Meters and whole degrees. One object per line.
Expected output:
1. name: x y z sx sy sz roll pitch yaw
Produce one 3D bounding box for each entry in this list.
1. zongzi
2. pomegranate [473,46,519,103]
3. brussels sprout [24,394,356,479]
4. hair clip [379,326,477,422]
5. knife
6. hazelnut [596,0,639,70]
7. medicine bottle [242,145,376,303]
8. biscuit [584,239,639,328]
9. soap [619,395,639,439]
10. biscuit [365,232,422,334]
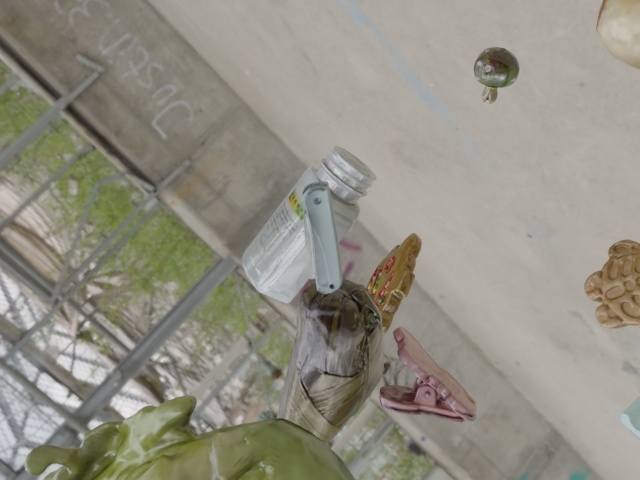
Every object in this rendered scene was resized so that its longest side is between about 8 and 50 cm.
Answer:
1. zongzi: -0.014 0.221 1.031 0.134 0.288 0.285 28 153 26
2. pomegranate: 0.437 -0.415 1.722 0.115 0.115 0.142 34 130 34
3. brussels sprout: -0.108 0.316 0.604 0.372 0.275 0.314 -8 129 16
4. hair clip: 0.157 0.191 0.949 0.138 0.102 0.123 11 -168 5
5. knife: 0.000 0.000 0.849 0.023 0.044 0.162 -93 -4 -55
6. hazelnut: 0.623 -0.406 1.182 0.261 0.261 0.240 21 112 60
7. medicine bottle: -0.024 -0.038 1.416 0.124 0.324 0.179 26 -160 -31
8. biscuit: 0.578 0.051 1.127 0.289 0.201 0.044 -26 149 33
9. soap: 0.518 0.214 0.932 0.119 0.198 0.066 41 -175 -28
10. biscuit: 0.127 0.088 1.362 0.041 0.212 0.239 24 169 -10
